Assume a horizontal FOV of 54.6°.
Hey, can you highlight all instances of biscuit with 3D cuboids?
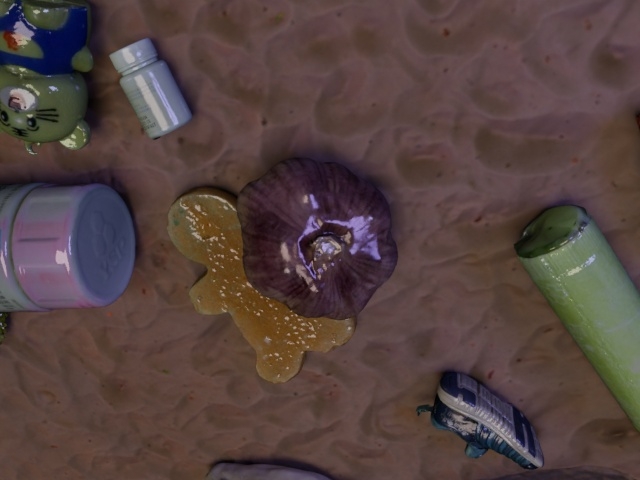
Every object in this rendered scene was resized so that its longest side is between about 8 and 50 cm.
[{"bbox_3d":[-0.069,0.041,0.655,0.153,0.030,0.234,-35,105,20],"label":"biscuit"}]

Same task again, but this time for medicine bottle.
[{"bbox_3d":[-0.156,-0.140,0.573,0.047,0.047,0.083,-18,110,19],"label":"medicine bottle"},{"bbox_3d":[-0.290,0.008,0.625,0.168,0.135,0.135,-1,116,12],"label":"medicine bottle"}]

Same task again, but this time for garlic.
[{"bbox_3d":[0.000,0.000,0.566,0.147,0.102,0.159,-37,101,-14],"label":"garlic"}]

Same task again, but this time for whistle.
[{"bbox_3d":[-0.252,-0.181,0.551,0.105,0.085,0.227,12,118,-5],"label":"whistle"}]

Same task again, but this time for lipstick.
[{"bbox_3d":[0.288,0.100,0.589,0.076,0.076,0.304,-31,107,23],"label":"lipstick"}]

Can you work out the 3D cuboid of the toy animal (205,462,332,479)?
[{"bbox_3d":[0.006,0.435,0.759,0.266,0.188,0.308,-11,110,7],"label":"toy animal"}]

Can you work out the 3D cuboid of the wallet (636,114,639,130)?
[{"bbox_3d":[0.380,-0.076,0.498,0.204,0.045,0.142,-21,108,19],"label":"wallet"}]

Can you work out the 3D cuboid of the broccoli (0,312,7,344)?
[{"bbox_3d":[-0.476,0.115,0.730,0.219,0.194,0.194,-14,115,-8],"label":"broccoli"}]

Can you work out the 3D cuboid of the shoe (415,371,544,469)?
[{"bbox_3d":[0.177,0.205,0.669,0.143,0.064,0.071,33,117,-3],"label":"shoe"}]
